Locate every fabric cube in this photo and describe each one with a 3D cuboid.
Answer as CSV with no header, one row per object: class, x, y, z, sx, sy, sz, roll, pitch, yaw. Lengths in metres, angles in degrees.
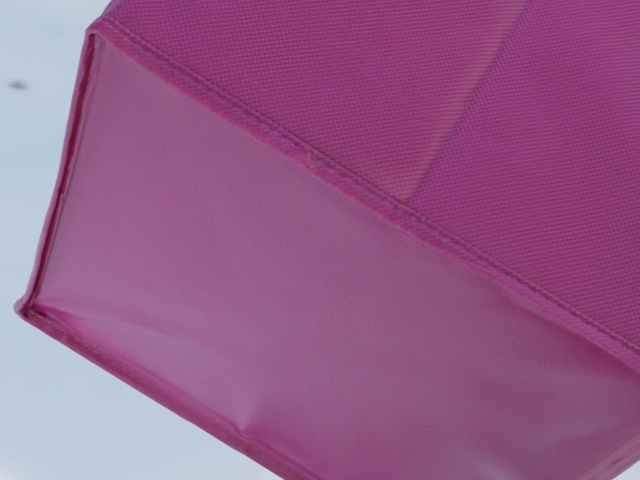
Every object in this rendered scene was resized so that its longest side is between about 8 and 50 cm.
fabric cube,0.047,-0.047,0.665,0.259,0.254,0.258,32,60,-1
